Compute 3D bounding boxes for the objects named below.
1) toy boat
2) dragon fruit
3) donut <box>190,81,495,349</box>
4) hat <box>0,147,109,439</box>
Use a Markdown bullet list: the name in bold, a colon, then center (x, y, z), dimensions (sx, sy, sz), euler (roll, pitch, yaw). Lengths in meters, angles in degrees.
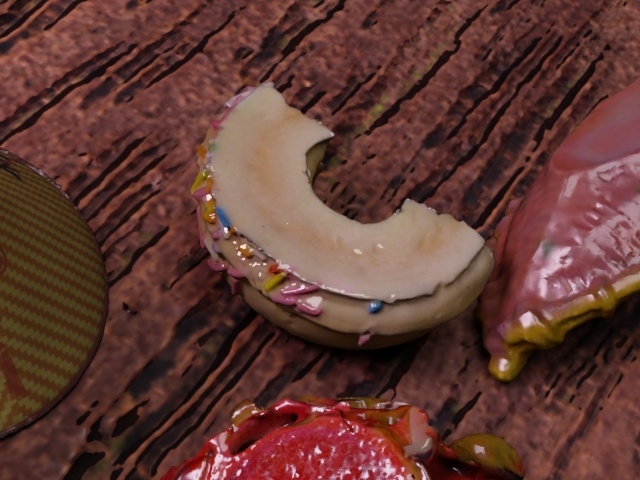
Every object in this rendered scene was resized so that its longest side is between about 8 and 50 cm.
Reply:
- **toy boat**: center (0.195, -0.036, 0.774), dimensions (0.318, 0.099, 0.141), euler (-33, 27, -34)
- **dragon fruit**: center (0.031, 0.134, 0.573), dimensions (0.208, 0.150, 0.133), euler (11, 80, -17)
- **donut**: center (-0.005, 0.000, 0.698), dimensions (0.166, 0.065, 0.108), euler (39, 52, 13)
- **hat**: center (-0.189, -0.002, 0.633), dimensions (0.193, 0.082, 0.193), euler (9, 50, -11)
